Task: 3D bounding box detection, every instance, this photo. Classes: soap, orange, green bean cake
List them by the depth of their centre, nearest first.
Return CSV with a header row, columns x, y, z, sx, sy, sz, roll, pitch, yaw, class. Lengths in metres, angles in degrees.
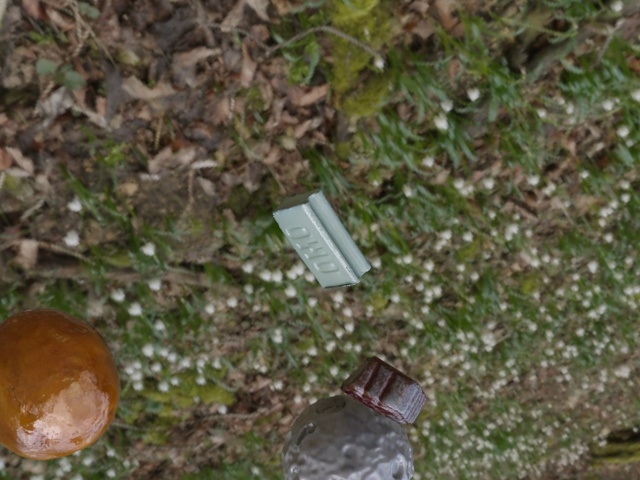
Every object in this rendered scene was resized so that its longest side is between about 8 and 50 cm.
x,y,z,sx,sy,sz,roll,pitch,yaw,class
-0.512,0.269,1.376,0.284,0.284,0.226,-31,174,38,orange
0.000,0.000,1.448,0.114,0.198,0.063,-14,-154,49,soap
0.131,0.329,1.649,0.097,0.198,0.233,-58,161,-11,green bean cake

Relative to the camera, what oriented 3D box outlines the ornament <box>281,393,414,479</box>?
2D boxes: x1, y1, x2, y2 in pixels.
x,y,z,sx,sy,sz,roll,pitch,yaw,class
0.065,0.547,1.860,0.337,0.337,0.337,-32,-178,1,ornament
